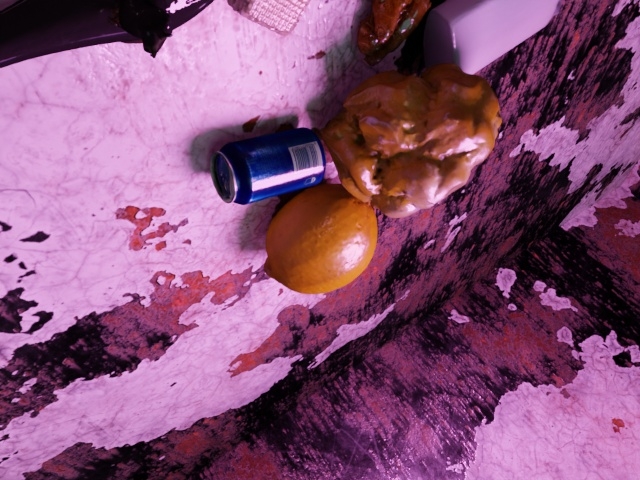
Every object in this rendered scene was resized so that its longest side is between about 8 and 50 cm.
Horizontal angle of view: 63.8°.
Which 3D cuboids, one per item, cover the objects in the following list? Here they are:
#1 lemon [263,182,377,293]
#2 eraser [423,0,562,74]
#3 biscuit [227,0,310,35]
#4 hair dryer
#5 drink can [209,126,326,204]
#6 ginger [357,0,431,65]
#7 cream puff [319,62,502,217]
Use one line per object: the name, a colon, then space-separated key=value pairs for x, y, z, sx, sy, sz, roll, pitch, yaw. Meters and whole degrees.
lemon: x=0.004 y=-0.003 z=1.149 sx=0.263 sy=0.235 sz=0.236 roll=-22 pitch=164 yaw=36
eraser: x=0.352 y=-0.452 z=1.049 sx=0.290 sy=0.104 sz=0.189 roll=-34 pitch=156 yaw=-9
biscuit: x=-0.031 y=-0.407 z=0.709 sx=0.108 sy=0.062 sz=0.239 roll=4 pitch=129 yaw=-51
hair dryer: x=-0.213 y=-0.215 z=0.495 sx=0.304 sy=0.359 sz=0.120 roll=-24 pitch=127 yaw=-9
drink can: x=-0.095 y=-0.139 z=0.957 sx=0.205 sy=0.118 sz=0.118 roll=-18 pitch=145 yaw=-32
ginger: x=0.122 y=-0.383 z=0.907 sx=0.103 sy=0.073 sz=0.162 roll=4 pitch=131 yaw=-50
cream puff: x=0.161 y=-0.219 z=0.993 sx=0.324 sy=0.257 sz=0.291 roll=-26 pitch=-143 yaw=61
